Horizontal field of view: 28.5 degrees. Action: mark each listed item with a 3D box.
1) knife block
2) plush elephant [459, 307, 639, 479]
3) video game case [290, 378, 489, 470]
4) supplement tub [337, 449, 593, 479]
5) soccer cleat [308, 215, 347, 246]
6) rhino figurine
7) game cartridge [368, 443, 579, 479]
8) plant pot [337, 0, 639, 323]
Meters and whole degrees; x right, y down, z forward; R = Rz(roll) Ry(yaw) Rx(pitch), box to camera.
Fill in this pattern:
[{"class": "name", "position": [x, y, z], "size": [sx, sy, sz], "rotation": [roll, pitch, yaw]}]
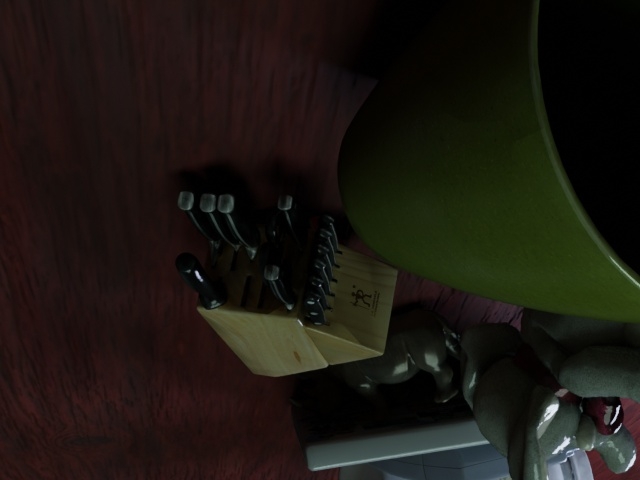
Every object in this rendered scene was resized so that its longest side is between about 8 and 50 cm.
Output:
[{"class": "knife block", "position": [-0.066, 0.038, 1.140], "size": [0.242, 0.088, 0.276], "rotation": [23, 157, -28]}, {"class": "plush elephant", "position": [0.267, 0.139, 1.276], "size": [0.330, 0.272, 0.255], "rotation": [16, 116, -11]}, {"class": "video game case", "position": [0.134, 0.218, 1.560], "size": [0.329, 0.036, 0.300], "rotation": [-8, -178, -4]}, {"class": "supplement tub", "position": [0.211, 0.375, 1.849], "size": [0.325, 0.235, 0.235], "rotation": [0, 155, -20]}, {"class": "soccer cleat", "position": [0.000, 0.000, 1.168], "size": [0.036, 0.029, 0.083], "rotation": [-20, 159, 14]}, {"class": "rhino figurine", "position": [0.061, 0.149, 1.458], "size": [0.243, 0.106, 0.073], "rotation": [-23, -166, 31]}, {"class": "game cartridge", "position": [0.170, 0.254, 1.603], "size": [0.198, 0.062, 0.297], "rotation": [-5, 180, -23]}, {"class": "plant pot", "position": [0.148, -0.064, 0.832], "size": [0.275, 0.274, 0.293], "rotation": [5, 168, -31]}]
